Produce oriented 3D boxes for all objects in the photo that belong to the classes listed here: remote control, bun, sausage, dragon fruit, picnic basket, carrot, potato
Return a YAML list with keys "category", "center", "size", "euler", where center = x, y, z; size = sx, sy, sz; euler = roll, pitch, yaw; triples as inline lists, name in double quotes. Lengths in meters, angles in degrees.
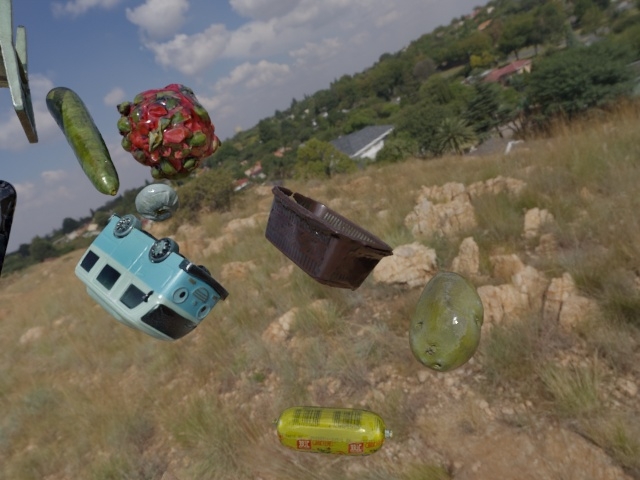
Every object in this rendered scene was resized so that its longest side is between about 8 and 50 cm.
- category: "remote control"
  center: [-0.565, 0.027, 0.688]
  size: [0.090, 0.266, 0.066]
  euler: [6, -4, 27]
- category: "bun"
  center: [-0.291, -0.065, 0.759]
  size: [0.083, 0.045, 0.083]
  euler: [-26, -24, -13]
- category: "sausage"
  center: [0.029, 0.532, 1.185]
  size: [0.346, 0.123, 0.123]
  euler: [-2, 25, 15]
- category: "dragon fruit"
  center: [-0.404, -0.286, 1.120]
  size: [0.237, 0.231, 0.302]
  euler: [-35, 35, -15]
- category: "picnic basket"
  center: [0.000, 0.000, 0.959]
  size: [0.296, 0.222, 0.129]
  euler: [36, 102, 40]
- category: "carrot"
  center: [-0.479, -0.204, 0.864]
  size: [0.074, 0.074, 0.358]
  euler: [-33, 60, -15]
- category: "potato"
  center: [0.297, 0.181, 1.003]
  size: [0.174, 0.159, 0.251]
  euler: [-5, 50, 41]

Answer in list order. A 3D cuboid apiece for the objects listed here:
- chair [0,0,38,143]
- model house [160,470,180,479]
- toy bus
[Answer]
- category: "chair"
  center: [-0.629, -0.328, 0.781]
  size: [0.147, 0.271, 0.136]
  euler: [-7, -12, -25]
- category: "model house"
  center: [-0.355, 0.618, 0.826]
  size: [0.244, 0.169, 0.326]
  euler: [-49, 2, 21]
- category: "toy bus"
  center: [-0.319, 0.074, 0.780]
  size: [0.271, 0.133, 0.165]
  euler: [24, 70, 34]
